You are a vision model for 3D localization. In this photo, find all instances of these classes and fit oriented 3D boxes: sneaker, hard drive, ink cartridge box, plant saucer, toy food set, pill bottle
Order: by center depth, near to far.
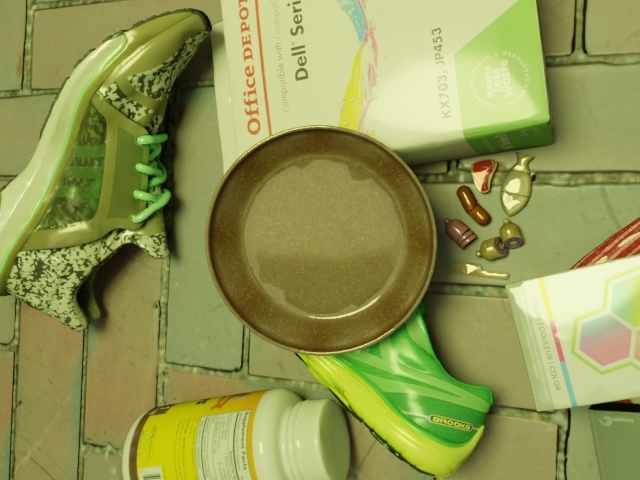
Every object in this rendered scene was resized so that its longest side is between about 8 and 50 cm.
[{"bbox_3d":[0.269,0.065,0.527,0.209,0.062,0.108,-15,81,23],"label":"ink cartridge box"},{"bbox_3d":[0.286,0.204,0.546,0.094,0.022,0.135,-8,95,40],"label":"hard drive"},{"bbox_3d":[0.000,0.000,0.568,0.199,0.036,0.198,1,99,6],"label":"plant saucer"},{"bbox_3d":[0.026,-0.170,0.625,0.354,0.119,0.207,-7,88,21],"label":"ink cartridge box"},{"bbox_3d":[0.158,-0.026,0.625,0.078,0.019,0.122,7,92,21],"label":"toy food set"},{"bbox_3d":[0.041,0.092,0.639,0.123,0.109,0.295,-42,69,-13],"label":"sneaker"},{"bbox_3d":[-0.083,0.216,0.662,0.215,0.117,0.117,-13,84,20],"label":"pill bottle"},{"bbox_3d":[-0.221,-0.065,0.732,0.182,0.158,0.410,38,105,-5],"label":"sneaker"}]

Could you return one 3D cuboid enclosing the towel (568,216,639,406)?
[{"bbox_3d":[0.382,0.043,0.529,0.329,0.037,0.237,-39,75,16],"label":"towel"}]
